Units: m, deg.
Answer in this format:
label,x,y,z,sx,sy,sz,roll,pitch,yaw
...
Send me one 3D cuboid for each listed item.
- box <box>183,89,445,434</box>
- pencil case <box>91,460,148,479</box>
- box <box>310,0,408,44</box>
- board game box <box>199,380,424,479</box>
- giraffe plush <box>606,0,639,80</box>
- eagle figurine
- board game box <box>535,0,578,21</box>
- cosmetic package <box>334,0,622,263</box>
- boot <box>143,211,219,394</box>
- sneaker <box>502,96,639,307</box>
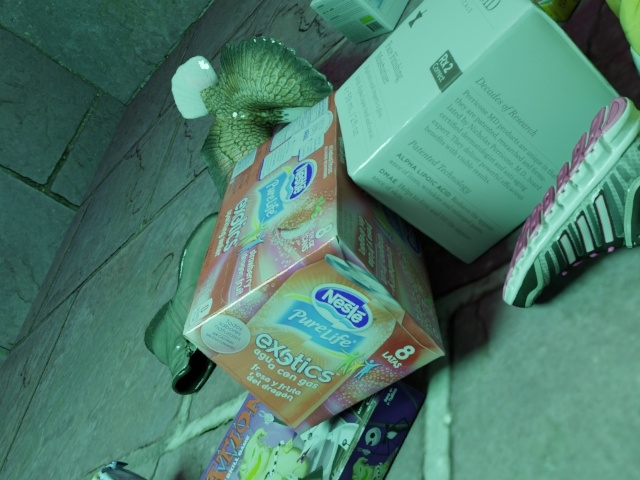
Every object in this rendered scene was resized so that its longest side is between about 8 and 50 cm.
label,x,y,z,sx,sy,sz,roll,pitch,yaw
box,0.000,0.000,0.607,0.154,0.142,0.300,-34,25,19
pencil case,-0.246,0.384,0.689,0.113,0.124,0.273,20,77,22
box,0.091,-0.432,1.030,0.114,0.103,0.203,9,69,61
board game box,-0.056,0.255,0.596,0.347,0.056,0.208,-61,23,-8
giraffe plush,0.273,-0.165,0.389,0.170,0.210,0.181,-24,75,25
eagle figurine,-0.095,-0.192,0.998,0.225,0.226,0.298,-32,25,5
board game box,0.278,-0.346,0.704,0.259,0.039,0.124,-56,27,-4
cosmetic package,0.131,-0.113,0.559,0.183,0.151,0.151,-43,31,25
boot,-0.157,0.088,0.931,0.161,0.083,0.246,22,86,56
sneaker,0.189,-0.009,0.451,0.170,0.075,0.063,-66,-7,31
